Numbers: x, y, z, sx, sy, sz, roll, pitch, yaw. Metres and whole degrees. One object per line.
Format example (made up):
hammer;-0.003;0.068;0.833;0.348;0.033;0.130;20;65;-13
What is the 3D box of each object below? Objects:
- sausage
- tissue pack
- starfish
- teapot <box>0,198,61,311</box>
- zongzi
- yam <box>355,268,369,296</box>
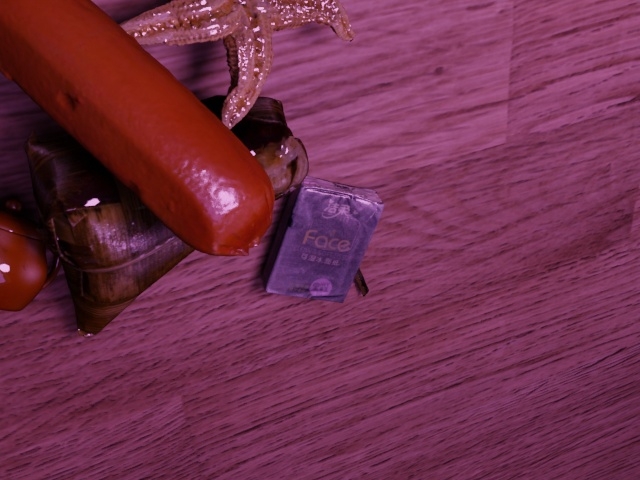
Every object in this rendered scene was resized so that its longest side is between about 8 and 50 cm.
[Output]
sausage;-0.176;-0.122;0.691;0.097;0.348;0.094;-49;-177;-35
tissue pack;0.000;0.000;0.986;0.112;0.051;0.156;10;117;-21
starfish;-0.085;-0.229;0.758;0.277;0.062;0.236;22;89;-29
teapot;-0.329;0.010;0.810;0.116;0.116;0.173;-47;154;8
zongzi;-0.162;-0.015;0.867;0.286;0.134;0.288;-17;142;-23
yam;0.045;0.036;1.059;0.014;0.014;0.107;-30;127;-5
